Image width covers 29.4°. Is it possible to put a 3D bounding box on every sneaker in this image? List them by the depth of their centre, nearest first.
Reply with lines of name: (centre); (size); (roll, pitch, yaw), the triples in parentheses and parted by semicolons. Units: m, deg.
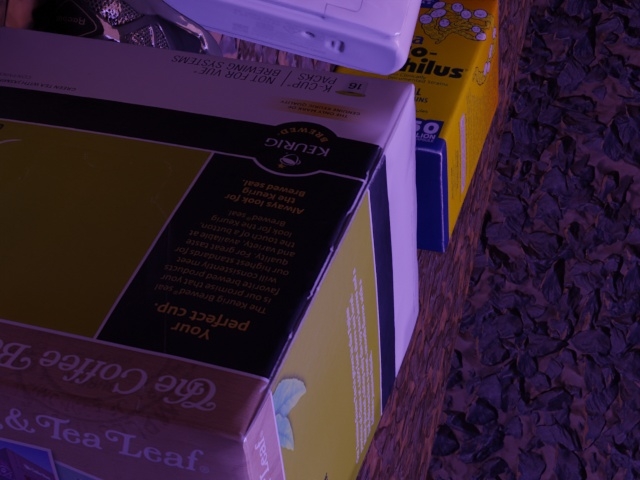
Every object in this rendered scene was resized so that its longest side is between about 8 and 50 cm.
sneaker: (-0.159, -0.142, 1.039); (0.227, 0.087, 0.130); (27, 74, -69)

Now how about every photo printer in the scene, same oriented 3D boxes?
photo printer: (-0.010, -0.331, 1.145); (0.107, 0.256, 0.308); (111, -7, -73)

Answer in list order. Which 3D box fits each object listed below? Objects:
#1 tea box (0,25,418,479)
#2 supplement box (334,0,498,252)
tea box: (-0.131, 0.047, 0.804); (0.324, 0.328, 0.220); (-62, 155, -44)
supplement box: (0.130, -0.184, 1.774); (0.195, 0.194, 0.357); (83, 23, -44)
